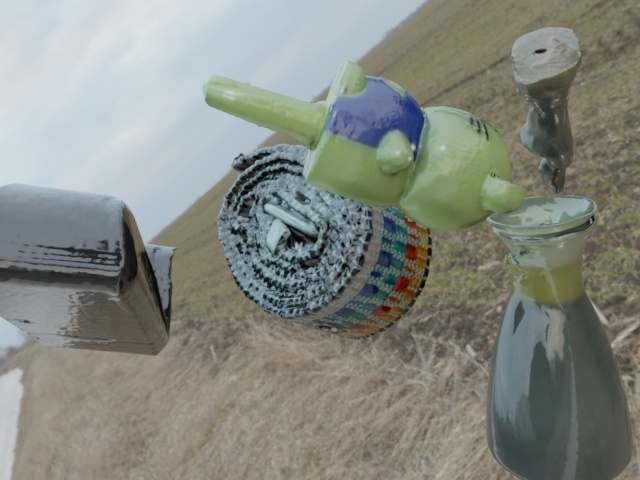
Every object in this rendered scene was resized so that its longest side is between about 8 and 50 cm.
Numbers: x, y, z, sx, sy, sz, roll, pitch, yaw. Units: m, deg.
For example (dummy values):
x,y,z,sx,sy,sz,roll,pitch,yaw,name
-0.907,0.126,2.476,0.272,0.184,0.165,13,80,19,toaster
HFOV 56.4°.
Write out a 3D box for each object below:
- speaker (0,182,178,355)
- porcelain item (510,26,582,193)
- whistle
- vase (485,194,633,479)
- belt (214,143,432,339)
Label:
x,y,z,sx,sy,sz,roll,pitch,yaw,name
-0.279,0.022,0.734,0.388,0.179,0.184,112,163,-68,speaker
0.266,-0.136,0.691,0.069,0.216,0.081,-10,52,18,porcelain item
0.033,-0.067,0.402,0.105,0.227,0.085,-101,31,-77,whistle
0.272,0.114,0.708,0.173,0.321,0.173,-10,19,3,vase
0.000,0.000,0.755,0.295,0.160,0.207,23,92,49,belt
